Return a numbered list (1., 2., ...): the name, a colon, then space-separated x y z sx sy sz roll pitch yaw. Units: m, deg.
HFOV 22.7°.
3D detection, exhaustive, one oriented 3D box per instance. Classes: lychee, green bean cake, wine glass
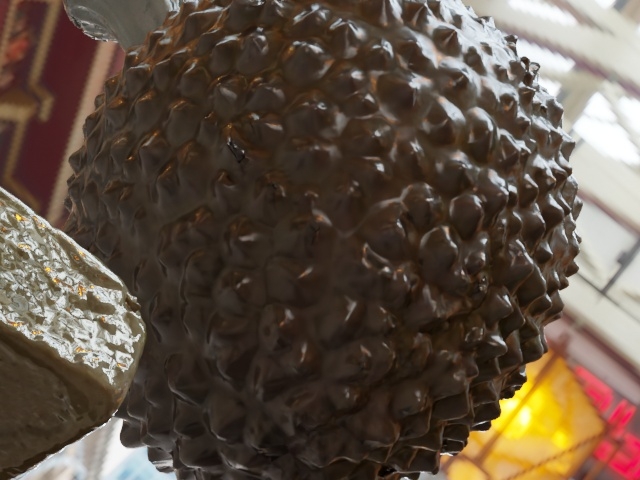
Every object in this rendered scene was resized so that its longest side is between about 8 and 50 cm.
1. lychee: 0.000 0.000 1.130 0.380 0.432 0.380 1 -46 1
2. green bean cake: -0.180 0.030 0.741 0.179 0.085 0.109 35 -51 -19
3. wine glass: -0.137 -0.172 1.443 0.165 0.165 0.196 -46 -125 49
